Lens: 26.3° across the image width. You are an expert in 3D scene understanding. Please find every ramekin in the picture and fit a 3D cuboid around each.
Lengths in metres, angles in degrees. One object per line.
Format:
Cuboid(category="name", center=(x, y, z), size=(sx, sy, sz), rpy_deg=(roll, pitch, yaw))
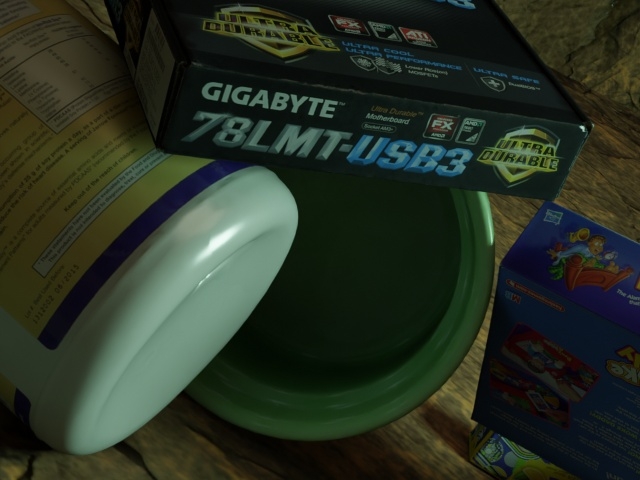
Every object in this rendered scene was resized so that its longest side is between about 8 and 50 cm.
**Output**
Cuboid(category="ramekin", center=(0.000, 0.000, 1.127), size=(0.303, 0.303, 0.148), rpy_deg=(38, 14, 7))

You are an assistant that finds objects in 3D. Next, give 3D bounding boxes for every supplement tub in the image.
Cuboid(category="supplement tub", center=(-0.209, -0.039, 0.960), size=(0.331, 0.241, 0.241), rpy_deg=(40, 22, 11))

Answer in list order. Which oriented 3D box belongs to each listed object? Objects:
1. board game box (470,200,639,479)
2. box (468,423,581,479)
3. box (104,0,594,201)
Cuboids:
Cuboid(category="board game box", center=(0.295, 0.137, 1.061), size=(0.347, 0.233, 0.078), rpy_deg=(28, 58, 18))
Cuboid(category="box", center=(0.227, 0.221, 1.310), size=(0.169, 0.059, 0.054), rpy_deg=(32, 23, -8))
Cuboid(category="box", center=(0.002, -0.149, 0.974), size=(0.296, 0.073, 0.293), rpy_deg=(6, 35, -23))
